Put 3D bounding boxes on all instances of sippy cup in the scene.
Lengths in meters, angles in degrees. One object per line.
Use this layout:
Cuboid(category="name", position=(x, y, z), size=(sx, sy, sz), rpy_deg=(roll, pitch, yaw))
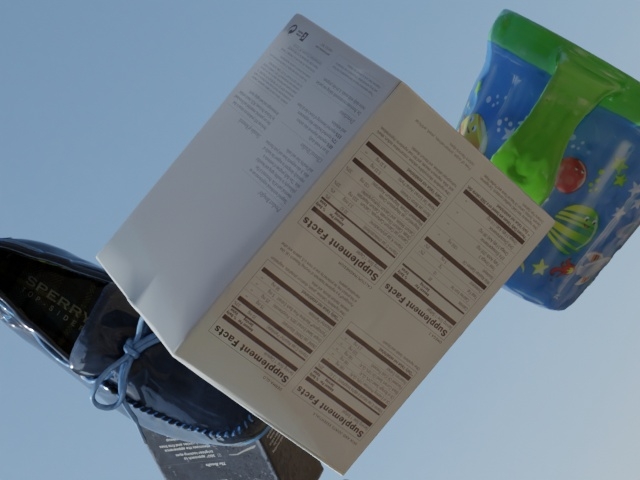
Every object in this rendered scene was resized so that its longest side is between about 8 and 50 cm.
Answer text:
Cuboid(category="sippy cup", position=(0.214, -0.064, 1.721), size=(0.305, 0.240, 0.224), rpy_deg=(25, -81, -43))

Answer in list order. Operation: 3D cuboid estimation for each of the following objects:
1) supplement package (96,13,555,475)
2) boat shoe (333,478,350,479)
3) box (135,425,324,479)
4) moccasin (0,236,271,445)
Cuboid(category="supplement package", position=(0.000, 0.000, 1.462), size=(0.198, 0.199, 0.263), rpy_deg=(39, -88, -32))
Cuboid(category="boat shoe", position=(0.028, 0.319, 2.238), size=(0.038, 0.046, 0.125), rpy_deg=(-44, -18, 8))
Cuboid(category="box", position=(-0.104, 0.241, 2.144), size=(0.158, 0.156, 0.093), rpy_deg=(66, -148, -24))
Cuboid(category="moccasin", position=(-0.200, 0.099, 1.728), size=(0.138, 0.342, 0.117), rpy_deg=(-66, -24, -6))
